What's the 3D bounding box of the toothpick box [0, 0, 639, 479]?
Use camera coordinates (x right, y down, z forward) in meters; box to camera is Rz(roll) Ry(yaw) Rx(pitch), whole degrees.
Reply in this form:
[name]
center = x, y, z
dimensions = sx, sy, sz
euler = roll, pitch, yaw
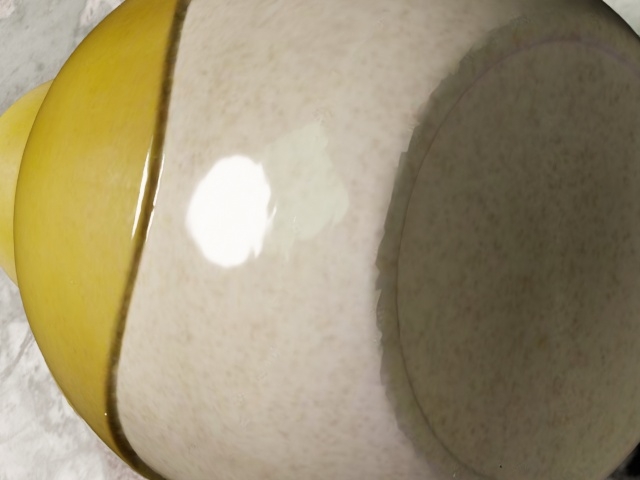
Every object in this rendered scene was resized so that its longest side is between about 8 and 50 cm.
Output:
[toothpick box]
center = 0.000, 0.000, 0.861
dimensions = 0.425, 0.409, 0.408
euler = 10, 80, 50
